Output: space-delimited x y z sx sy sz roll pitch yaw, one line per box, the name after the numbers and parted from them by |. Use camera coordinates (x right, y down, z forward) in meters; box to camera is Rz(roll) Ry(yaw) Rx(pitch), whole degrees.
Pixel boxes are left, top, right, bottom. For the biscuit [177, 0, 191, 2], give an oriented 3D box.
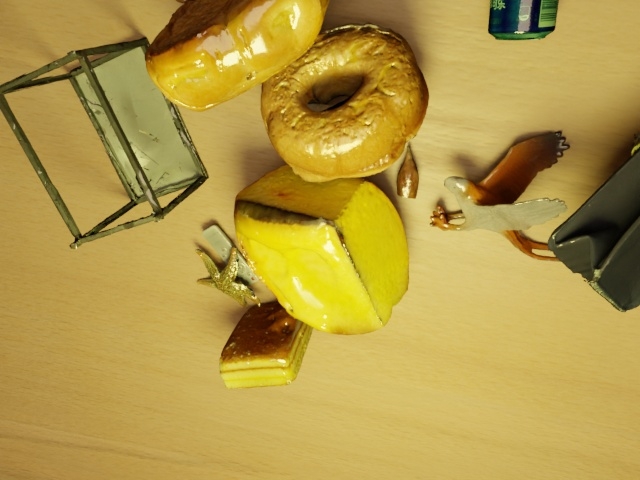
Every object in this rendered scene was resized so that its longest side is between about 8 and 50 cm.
-0.355 -0.583 1.003 0.295 0.044 0.186 17 113 1 | biscuit

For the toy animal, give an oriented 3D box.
0.398 -0.051 1.095 0.302 0.225 0.284 -6 135 27 | toy animal

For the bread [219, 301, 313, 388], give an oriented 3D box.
-0.126 0.244 1.242 0.184 0.234 0.110 -8 116 15 | bread

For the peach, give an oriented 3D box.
0.000 0.000 1.105 0.306 0.242 0.380 -13 124 39 | peach

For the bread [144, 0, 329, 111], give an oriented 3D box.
-0.121 -0.379 0.904 0.328 0.337 0.148 -22 128 16 | bread

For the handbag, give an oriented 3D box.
0.607 -0.042 0.950 0.303 0.122 0.329 25 107 -44 | handbag

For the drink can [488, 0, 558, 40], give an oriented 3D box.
0.359 -0.460 0.888 0.118 0.118 0.205 2 114 9 | drink can

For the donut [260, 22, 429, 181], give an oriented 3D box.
0.038 -0.264 0.973 0.299 0.150 0.317 41 92 21 | donut

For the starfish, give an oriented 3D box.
-0.248 0.101 1.292 0.176 0.053 0.208 -13 115 38 | starfish

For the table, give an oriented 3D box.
-0.439 -0.209 1.064 0.222 0.272 0.335 -16 111 16 | table

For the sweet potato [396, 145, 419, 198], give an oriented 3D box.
0.189 -0.147 1.105 0.049 0.049 0.117 1 109 10 | sweet potato

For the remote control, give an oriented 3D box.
-0.223 0.036 1.279 0.050 0.027 0.184 -25 112 27 | remote control

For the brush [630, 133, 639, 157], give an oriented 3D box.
0.780 -0.172 1.003 0.314 0.017 0.090 1 118 9 | brush
